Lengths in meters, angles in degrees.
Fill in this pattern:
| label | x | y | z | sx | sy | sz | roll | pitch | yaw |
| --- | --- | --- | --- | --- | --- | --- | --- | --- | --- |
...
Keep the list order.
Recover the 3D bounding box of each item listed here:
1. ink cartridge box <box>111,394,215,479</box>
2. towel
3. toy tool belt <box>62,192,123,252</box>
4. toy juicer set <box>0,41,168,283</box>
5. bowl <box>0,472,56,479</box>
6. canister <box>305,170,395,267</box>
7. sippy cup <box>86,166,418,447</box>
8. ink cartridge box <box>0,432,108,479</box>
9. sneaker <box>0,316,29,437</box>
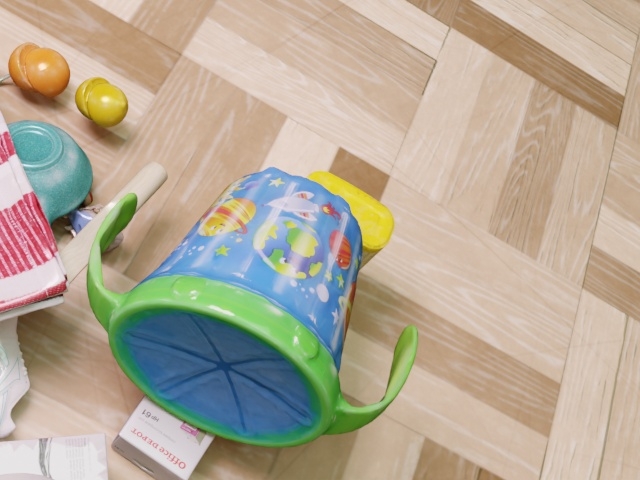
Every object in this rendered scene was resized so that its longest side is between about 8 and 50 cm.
| label | x | y | z | sx | sy | sz | roll | pitch | yaw |
| --- | --- | --- | --- | --- | --- | --- | --- | --- | --- |
| ink cartridge box | -0.155 | 0.193 | 0.961 | 0.088 | 0.052 | 0.122 | 35 | 57 | -5 |
| towel | -0.411 | -0.049 | 0.870 | 0.237 | 0.037 | 0.329 | -17 | 63 | -26 |
| toy tool belt | -0.269 | -0.019 | 1.018 | 0.051 | 0.052 | 0.083 | -30 | 79 | -42 |
| toy juicer set | -0.298 | -0.095 | 1.017 | 0.209 | 0.089 | 0.329 | -30 | 69 | -33 |
| bowl | -0.262 | 0.294 | 0.750 | 0.290 | 0.289 | 0.156 | 1 | 43 | -24 |
| canister | 0.000 | 0.000 | 1.059 | 0.126 | 0.170 | 0.073 | 30 | 56 | -8 |
| sippy cup | -0.063 | 0.055 | 0.910 | 0.305 | 0.240 | 0.224 | 49 | 45 | -28 |
| ink cartridge box | -0.280 | 0.229 | 0.856 | 0.135 | 0.099 | 0.056 | 0 | 65 | -24 |
| sneaker | -0.331 | 0.132 | 0.917 | 0.061 | 0.054 | 0.152 | 19 | 64 | -26 |
